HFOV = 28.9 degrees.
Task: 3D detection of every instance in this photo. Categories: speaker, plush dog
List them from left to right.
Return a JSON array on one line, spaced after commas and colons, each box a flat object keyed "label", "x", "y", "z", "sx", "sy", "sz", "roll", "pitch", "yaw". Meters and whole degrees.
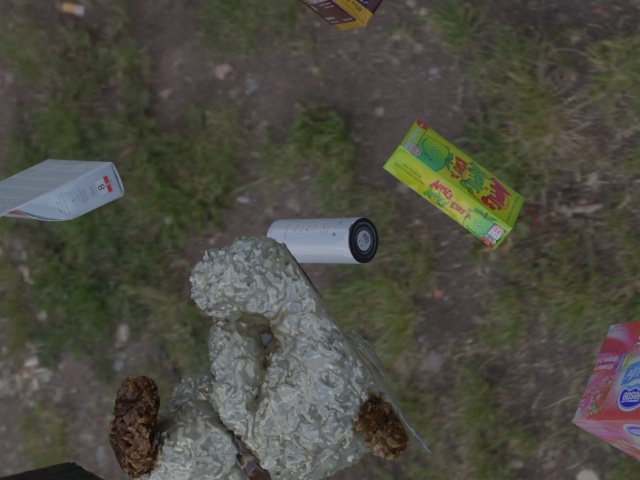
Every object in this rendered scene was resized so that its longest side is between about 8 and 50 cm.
[{"label": "plush dog", "x": -0.055, "y": 0.162, "z": 1.061, "sx": 0.225, "sy": 0.262, "sz": 0.211, "roll": -35, "pitch": 46, "yaw": 4}, {"label": "speaker", "x": 0.000, "y": 0.000, "z": 1.475, "sx": 0.136, "sy": 0.055, "sz": 0.055, "roll": -1, "pitch": 93, "yaw": 42}]

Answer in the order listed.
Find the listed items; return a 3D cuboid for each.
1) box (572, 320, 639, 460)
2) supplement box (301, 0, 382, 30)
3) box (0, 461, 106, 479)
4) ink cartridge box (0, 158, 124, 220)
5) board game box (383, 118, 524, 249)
[{"label": "box", "x": 0.457, "y": 0.189, "z": 1.535, "sx": 0.142, "sy": 0.300, "sz": 0.154, "roll": 28, "pitch": 77, "yaw": -10}, {"label": "supplement box", "x": 0.027, "y": -0.435, "z": 1.778, "sx": 0.191, "sy": 0.129, "sz": 0.194, "roll": 35, "pitch": 86, "yaw": -17}, {"label": "box", "x": -0.148, "y": 0.237, "z": 0.472, "sx": 0.103, "sy": 0.184, "sz": 0.261, "roll": 9, "pitch": 101, "yaw": 52}, {"label": "ink cartridge box", "x": -0.309, "y": -0.029, "z": 1.262, "sx": 0.145, "sy": 0.179, "sz": 0.045, "roll": 6, "pitch": 123, "yaw": 51}, {"label": "board game box", "x": 0.178, "y": -0.076, "z": 1.641, "sx": 0.181, "sy": 0.092, "sz": 0.043, "roll": 36, "pitch": 124, "yaw": -1}]
